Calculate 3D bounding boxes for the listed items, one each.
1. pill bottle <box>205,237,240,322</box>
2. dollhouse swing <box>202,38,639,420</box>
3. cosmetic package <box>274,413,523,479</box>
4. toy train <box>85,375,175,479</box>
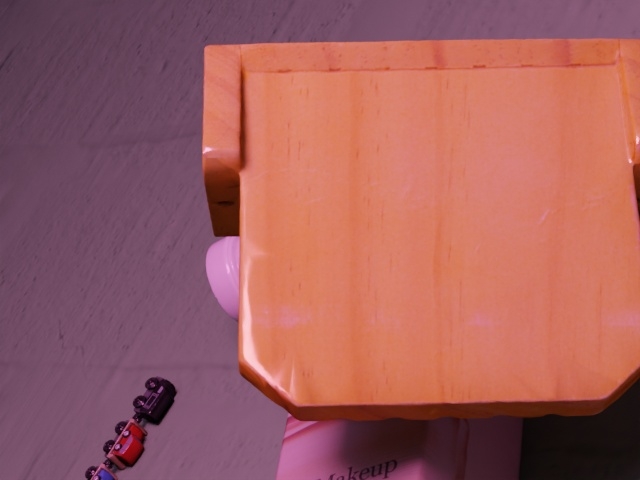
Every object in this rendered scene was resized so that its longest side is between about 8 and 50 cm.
[{"bbox_3d":[0.000,0.000,1.714,0.208,0.117,0.117,-26,35,26],"label":"pill bottle"},{"bbox_3d":[0.086,0.012,1.450,0.347,0.315,0.304,-1,75,-1],"label":"dollhouse swing"},{"bbox_3d":[0.050,0.229,1.370,0.153,0.129,0.296,-24,35,29],"label":"cosmetic package"},{"bbox_3d":[-0.188,0.199,1.776,0.036,0.027,0.158,12,60,41],"label":"toy train"}]
